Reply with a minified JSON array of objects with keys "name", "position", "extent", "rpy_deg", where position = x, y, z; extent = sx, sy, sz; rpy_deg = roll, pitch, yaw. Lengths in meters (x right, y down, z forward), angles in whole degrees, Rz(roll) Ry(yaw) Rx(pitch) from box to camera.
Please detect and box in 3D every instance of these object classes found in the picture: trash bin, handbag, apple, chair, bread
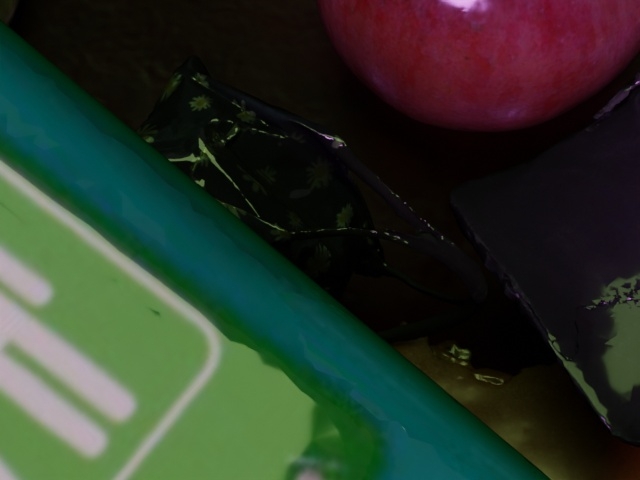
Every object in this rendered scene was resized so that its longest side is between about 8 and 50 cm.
[{"name":"trash bin","position":[-0.122,0.083,0.458],"extent":[0.381,0.295,0.259],"rpy_deg":[36,67,9]},{"name":"handbag","position":[0.000,0.000,0.562],"extent":[0.139,0.115,0.072],"rpy_deg":[14,57,28]},{"name":"apple","position":[0.070,-0.116,0.643],"extent":[0.153,0.120,0.153],"rpy_deg":[2,57,-3]},{"name":"chair","position":[0.178,-0.012,0.564],"extent":[0.221,0.145,0.140],"rpy_deg":[-35,55,2]},{"name":"bread","position":[0.124,0.088,0.559],"extent":[0.226,0.049,0.088],"rpy_deg":[24,63,16]}]

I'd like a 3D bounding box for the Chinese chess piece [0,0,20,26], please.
[{"name":"Chinese chess piece","position":[-0.226,-0.131,0.685],"extent":[0.188,0.083,0.188],"rpy_deg":[-2,56,2]}]
